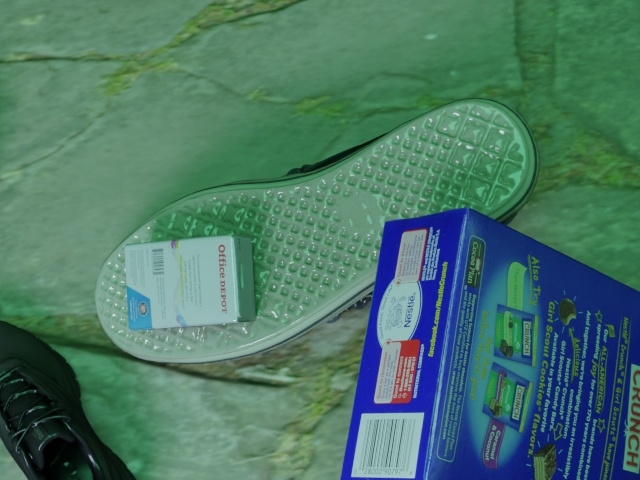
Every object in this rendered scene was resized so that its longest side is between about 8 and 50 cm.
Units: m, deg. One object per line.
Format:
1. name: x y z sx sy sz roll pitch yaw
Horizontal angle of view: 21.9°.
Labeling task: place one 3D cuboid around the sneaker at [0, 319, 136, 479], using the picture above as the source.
1. sneaker: -0.286 0.186 1.705 0.109 0.130 0.286 -40 75 -6

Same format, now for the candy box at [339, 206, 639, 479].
1. candy box: 0.185 0.146 1.603 0.122 0.317 0.268 -8 66 47

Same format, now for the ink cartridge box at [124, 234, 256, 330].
1. ink cartridge box: -0.130 0.043 1.664 0.122 0.052 0.088 -5 86 21

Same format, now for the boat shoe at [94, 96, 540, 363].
1. boat shoe: 0.000 0.000 1.735 0.500 0.156 0.186 -24 79 12
